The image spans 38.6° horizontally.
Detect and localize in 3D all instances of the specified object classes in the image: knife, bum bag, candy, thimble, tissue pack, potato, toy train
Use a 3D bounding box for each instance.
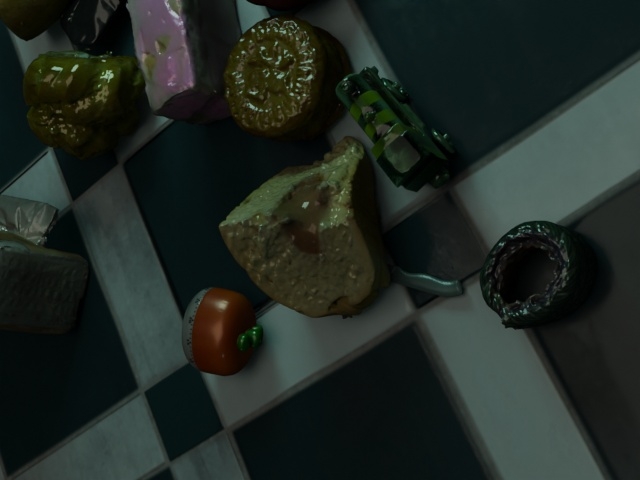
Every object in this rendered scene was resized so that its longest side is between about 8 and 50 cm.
[{"bbox_3d":[0.104,0.048,1.275,0.210,0.015,0.028,13,97,34],"label":"knife"},{"bbox_3d":[-0.362,-0.447,1.588,0.123,0.060,0.248,41,105,29],"label":"bum bag"},{"bbox_3d":[-0.208,-0.319,1.423,0.115,0.155,0.265,-16,77,27],"label":"candy"},{"bbox_3d":[0.267,0.041,1.131,0.135,0.090,0.118,-42,63,24],"label":"thimble"},{"bbox_3d":[-0.582,0.027,1.589,0.305,0.238,0.239,9,90,33],"label":"tissue pack"},{"bbox_3d":[-0.497,-0.474,1.623,0.158,0.178,0.203,-21,36,14],"label":"potato"},{"bbox_3d":[0.095,-0.154,1.232,0.083,0.132,0.200,-47,66,18],"label":"toy train"}]

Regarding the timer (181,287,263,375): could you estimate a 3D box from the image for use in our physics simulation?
[{"bbox_3d":[-0.139,0.139,1.373,0.136,0.099,0.136,3,97,23],"label":"timer"}]

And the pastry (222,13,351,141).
[{"bbox_3d":[-0.051,-0.237,1.347,0.188,0.103,0.189,-4,82,31],"label":"pastry"}]

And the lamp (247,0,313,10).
[{"bbox_3d":[-0.063,-0.425,1.349,0.182,0.140,0.182,2,79,-12],"label":"lamp"}]

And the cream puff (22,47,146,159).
[{"bbox_3d":[-0.402,-0.228,1.531,0.221,0.194,0.195,11,91,37],"label":"cream puff"}]

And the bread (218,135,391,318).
[{"bbox_3d":[0.005,0.000,1.295,0.183,0.224,0.211,-19,110,23],"label":"bread"}]
